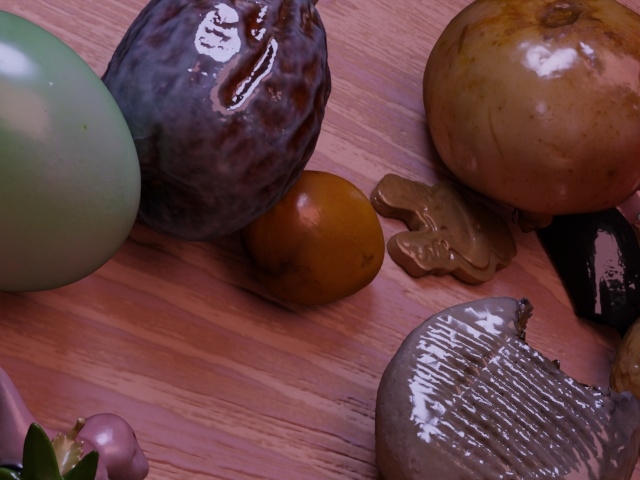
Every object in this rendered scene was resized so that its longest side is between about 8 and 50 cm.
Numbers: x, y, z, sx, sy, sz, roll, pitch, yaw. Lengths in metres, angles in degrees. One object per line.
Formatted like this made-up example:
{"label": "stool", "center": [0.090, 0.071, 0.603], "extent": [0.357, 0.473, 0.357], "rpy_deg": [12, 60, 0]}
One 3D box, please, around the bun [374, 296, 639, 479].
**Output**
{"label": "bun", "center": [0.180, 0.218, 1.339], "extent": [0.281, 0.205, 0.282], "rpy_deg": [1, 49, -1]}

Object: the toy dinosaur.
{"label": "toy dinosaur", "center": [-0.208, 0.172, 1.038], "extent": [0.194, 0.152, 0.177], "rpy_deg": [42, 31, -23]}

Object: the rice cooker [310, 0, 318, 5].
{"label": "rice cooker", "center": [-0.072, -0.344, 1.576], "extent": [0.145, 0.127, 0.206], "rpy_deg": [12, 62, -41]}

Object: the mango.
{"label": "mango", "center": [0.000, 0.000, 1.396], "extent": [0.219, 0.112, 0.145], "rpy_deg": [17, 77, -58]}

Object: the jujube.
{"label": "jujube", "center": [-0.103, -0.147, 1.298], "extent": [0.215, 0.246, 0.308], "rpy_deg": [36, 51, -15]}

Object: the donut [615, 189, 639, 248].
{"label": "donut", "center": [0.456, -0.053, 1.932], "extent": [0.117, 0.065, 0.166], "rpy_deg": [-28, 84, -51]}

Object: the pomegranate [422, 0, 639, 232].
{"label": "pomegranate", "center": [0.296, -0.165, 1.681], "extent": [0.338, 0.338, 0.338], "rpy_deg": [26, 46, -30]}

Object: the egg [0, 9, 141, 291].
{"label": "egg", "center": [-0.276, -0.074, 1.086], "extent": [0.269, 0.220, 0.220], "rpy_deg": [40, 40, -11]}

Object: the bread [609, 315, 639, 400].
{"label": "bread", "center": [0.484, 0.198, 1.717], "extent": [0.244, 0.134, 0.244], "rpy_deg": [23, 50, -30]}

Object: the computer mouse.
{"label": "computer mouse", "center": [0.388, 0.012, 1.804], "extent": [0.147, 0.088, 0.264], "rpy_deg": [-6, 68, -44]}

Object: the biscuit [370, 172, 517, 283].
{"label": "biscuit", "center": [0.165, -0.012, 1.637], "extent": [0.236, 0.040, 0.144], "rpy_deg": [5, 64, -41]}
